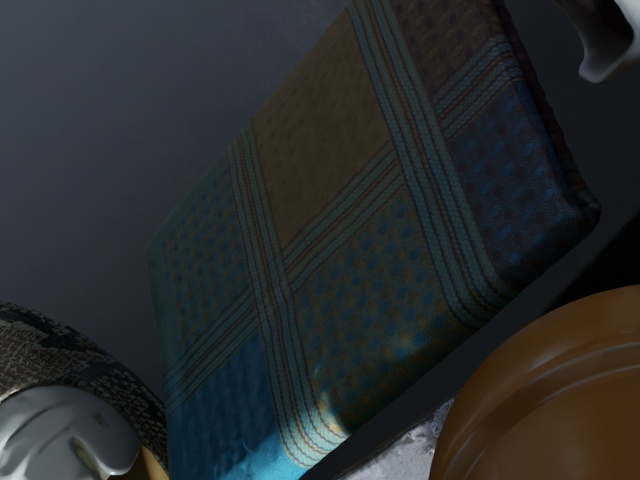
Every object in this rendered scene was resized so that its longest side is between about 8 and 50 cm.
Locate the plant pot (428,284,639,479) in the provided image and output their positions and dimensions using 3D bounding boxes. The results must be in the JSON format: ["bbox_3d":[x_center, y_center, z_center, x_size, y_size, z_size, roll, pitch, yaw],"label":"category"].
[{"bbox_3d":[0.130,0.139,0.347,0.205,0.205,0.188,-43,-177,19],"label":"plant pot"}]

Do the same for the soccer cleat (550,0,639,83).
[{"bbox_3d":[0.101,-0.150,0.420,0.076,0.196,0.068,-47,-148,-10],"label":"soccer cleat"}]

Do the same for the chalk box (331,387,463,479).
[{"bbox_3d":[0.133,0.171,0.547,0.132,0.213,0.132,-40,166,18],"label":"chalk box"}]

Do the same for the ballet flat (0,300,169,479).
[{"bbox_3d":[-0.147,0.245,0.832,0.164,0.483,0.182,-39,-173,-5],"label":"ballet flat"}]

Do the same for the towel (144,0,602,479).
[{"bbox_3d":[0.000,0.000,0.653,0.370,0.040,0.271,-45,-137,35],"label":"towel"}]
